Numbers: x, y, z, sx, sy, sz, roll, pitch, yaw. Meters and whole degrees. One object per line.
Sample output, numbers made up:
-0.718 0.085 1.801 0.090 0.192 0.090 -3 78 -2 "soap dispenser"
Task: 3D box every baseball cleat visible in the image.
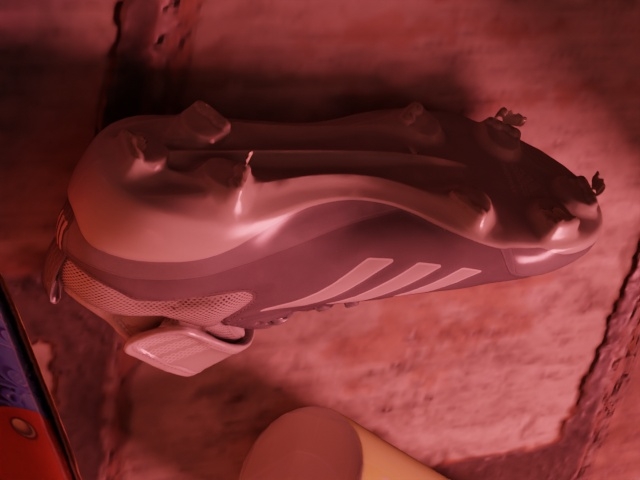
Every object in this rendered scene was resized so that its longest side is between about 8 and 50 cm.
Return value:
0.000 0.000 0.581 0.205 0.072 0.109 6 136 -25 "baseball cleat"

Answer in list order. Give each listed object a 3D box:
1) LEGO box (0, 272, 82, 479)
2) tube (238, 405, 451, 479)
-0.360 0.161 0.423 0.372 0.193 0.500 22 113 -38 "LEGO box"
0.052 0.144 0.723 0.070 0.062 0.240 -4 153 35 "tube"
